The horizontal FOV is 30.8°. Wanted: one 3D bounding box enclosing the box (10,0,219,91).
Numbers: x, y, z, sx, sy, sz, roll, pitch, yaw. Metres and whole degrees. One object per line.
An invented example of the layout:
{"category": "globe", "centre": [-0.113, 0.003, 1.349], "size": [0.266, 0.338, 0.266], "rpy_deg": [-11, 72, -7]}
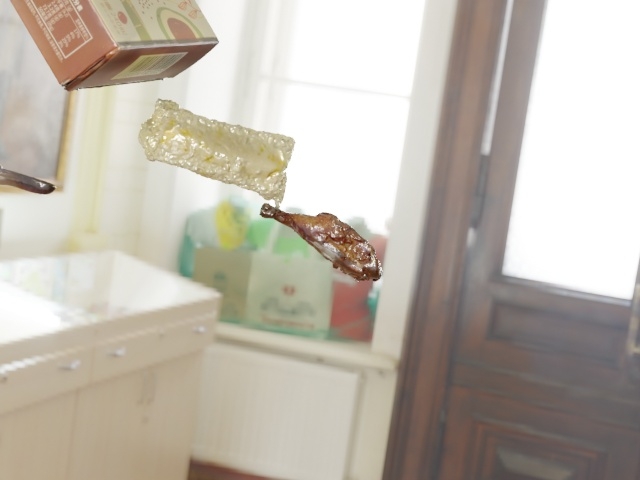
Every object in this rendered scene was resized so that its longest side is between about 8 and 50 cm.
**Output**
{"category": "box", "centre": [-0.369, -0.437, 1.834], "size": [0.122, 0.385, 0.344], "rpy_deg": [-31, -1, 23]}

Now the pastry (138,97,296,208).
{"category": "pastry", "centre": [-0.165, -0.151, 1.879], "size": [0.258, 0.121, 0.089], "rpy_deg": [20, -11, -7]}

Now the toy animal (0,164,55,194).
{"category": "toy animal", "centre": [-0.466, -0.019, 1.216], "size": [0.195, 0.090, 0.324], "rpy_deg": [39, 56, 25]}

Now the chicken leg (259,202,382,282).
{"category": "chicken leg", "centre": [0.004, -0.002, 1.723], "size": [0.205, 0.053, 0.093], "rpy_deg": [42, -30, 0]}
